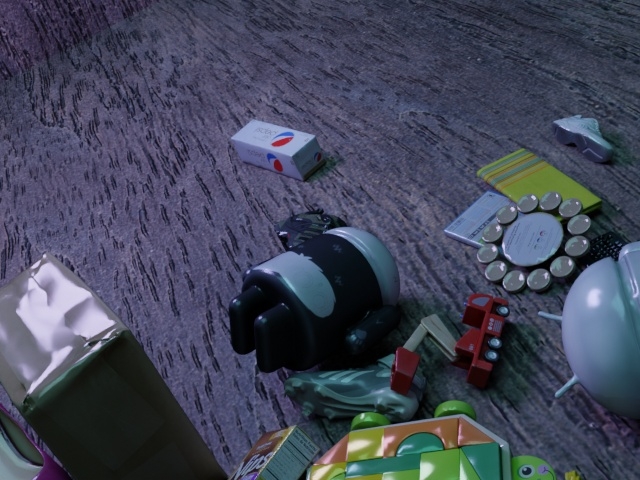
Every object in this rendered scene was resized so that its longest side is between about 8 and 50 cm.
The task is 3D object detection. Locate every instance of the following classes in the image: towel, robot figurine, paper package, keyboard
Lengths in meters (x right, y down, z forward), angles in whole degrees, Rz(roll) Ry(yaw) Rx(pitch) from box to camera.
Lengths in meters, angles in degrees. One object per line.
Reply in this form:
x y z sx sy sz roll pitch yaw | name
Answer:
0.361 -0.087 1.540 0.102 0.021 0.237 -26 32 -8 | towel
-0.006 0.090 1.384 0.278 0.209 0.173 -28 -10 -36 | robot figurine
0.445 0.099 1.098 0.353 0.200 0.300 -14 35 15 | robot figurine
-0.320 0.220 1.297 0.168 0.325 0.309 -38 37 -17 | paper package
0.454 0.033 1.324 0.100 0.038 0.192 -28 36 -5 | keyboard

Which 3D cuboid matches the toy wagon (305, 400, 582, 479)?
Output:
0.144 0.311 1.120 0.344 0.068 0.267 -12 37 18 | toy wagon

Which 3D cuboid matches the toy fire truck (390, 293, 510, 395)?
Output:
0.183 0.143 1.287 0.135 0.047 0.192 18 47 8 | toy fire truck

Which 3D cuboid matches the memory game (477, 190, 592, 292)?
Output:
0.329 0.001 1.422 0.186 0.012 0.186 -20 48 24 | memory game

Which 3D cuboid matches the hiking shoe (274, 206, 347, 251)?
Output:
0.000 0.000 1.601 0.114 0.086 0.227 -33 34 -6 | hiking shoe

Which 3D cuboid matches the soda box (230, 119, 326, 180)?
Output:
-0.090 -0.190 1.922 0.074 0.069 0.216 -42 38 -23 | soda box

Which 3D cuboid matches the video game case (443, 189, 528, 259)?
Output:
0.301 -0.024 1.513 0.119 0.015 0.166 -40 37 -21 | video game case

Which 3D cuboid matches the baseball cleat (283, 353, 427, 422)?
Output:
0.053 0.209 1.323 0.205 0.072 0.109 8 39 25 | baseball cleat

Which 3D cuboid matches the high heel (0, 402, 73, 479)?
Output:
-0.502 0.321 1.401 0.127 0.181 0.377 -43 38 -24 | high heel

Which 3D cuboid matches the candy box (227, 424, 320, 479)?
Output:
-0.091 0.333 1.210 0.187 0.053 0.109 -48 9 -32 | candy box

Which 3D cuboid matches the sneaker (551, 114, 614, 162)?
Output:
0.464 -0.184 1.590 0.061 0.054 0.152 -27 34 -8 | sneaker
